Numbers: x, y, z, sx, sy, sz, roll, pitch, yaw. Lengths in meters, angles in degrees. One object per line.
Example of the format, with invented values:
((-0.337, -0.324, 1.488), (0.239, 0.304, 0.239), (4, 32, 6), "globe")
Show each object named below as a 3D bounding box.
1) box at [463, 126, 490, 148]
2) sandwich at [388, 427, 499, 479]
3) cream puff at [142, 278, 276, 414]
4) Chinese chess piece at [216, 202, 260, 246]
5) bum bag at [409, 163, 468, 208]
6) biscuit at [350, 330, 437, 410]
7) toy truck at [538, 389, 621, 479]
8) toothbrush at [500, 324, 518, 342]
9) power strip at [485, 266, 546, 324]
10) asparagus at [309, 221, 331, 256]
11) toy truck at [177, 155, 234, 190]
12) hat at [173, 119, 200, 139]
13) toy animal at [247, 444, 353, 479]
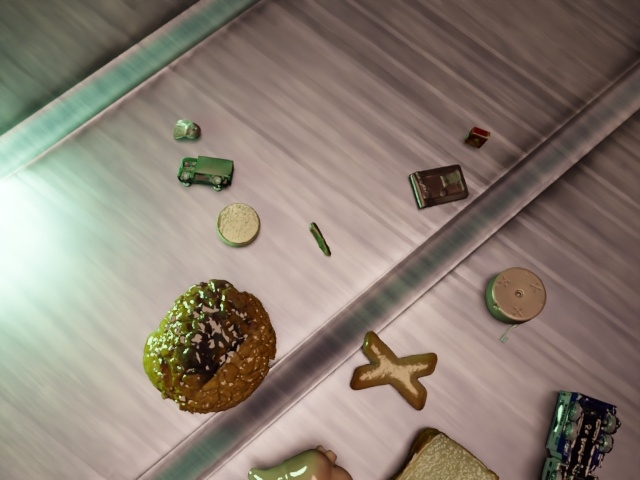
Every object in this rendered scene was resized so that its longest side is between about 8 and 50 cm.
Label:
((0.450, -0.296, 1.800), (0.051, 0.082, 0.023), (20, 78, 0), "box")
((0.295, 0.636, 1.602), (0.226, 0.087, 0.251), (38, 76, 2), "sandwich")
((-0.280, 0.265, 1.560), (0.342, 0.231, 0.327), (-9, 83, -6), "cream puff")
((-0.225, -0.042, 1.715), (0.122, 0.051, 0.122), (1, 77, -5), "Chinese chess piece")
((0.341, -0.156, 1.797), (0.159, 0.026, 0.109), (-12, 80, -12), "bum bag")
((0.199, 0.348, 1.673), (0.207, 0.047, 0.164), (18, 77, 0), "biscuit")
((0.656, 0.535, 1.620), (0.124, 0.155, 0.268), (20, 81, 0), "toy truck")
((0.555, 0.222, 1.742), (0.017, 0.014, 0.162), (40, 78, 18), "toothbrush")
((0.536, 0.151, 1.716), (0.154, 0.078, 0.154), (0, 73, 0), "power strip")
((0.001, 0.000, 1.738), (0.025, 0.021, 0.108), (-28, 83, -5), "asparagus")
((-0.317, -0.186, 1.728), (0.147, 0.065, 0.079), (6, 76, -3), "toy truck")
((-0.373, -0.307, 1.765), (0.087, 0.042, 0.058), (-4, 68, 29), "hat")
((-0.067, 0.642, 1.499), (0.269, 0.237, 0.326), (30, 71, 10), "toy animal")
